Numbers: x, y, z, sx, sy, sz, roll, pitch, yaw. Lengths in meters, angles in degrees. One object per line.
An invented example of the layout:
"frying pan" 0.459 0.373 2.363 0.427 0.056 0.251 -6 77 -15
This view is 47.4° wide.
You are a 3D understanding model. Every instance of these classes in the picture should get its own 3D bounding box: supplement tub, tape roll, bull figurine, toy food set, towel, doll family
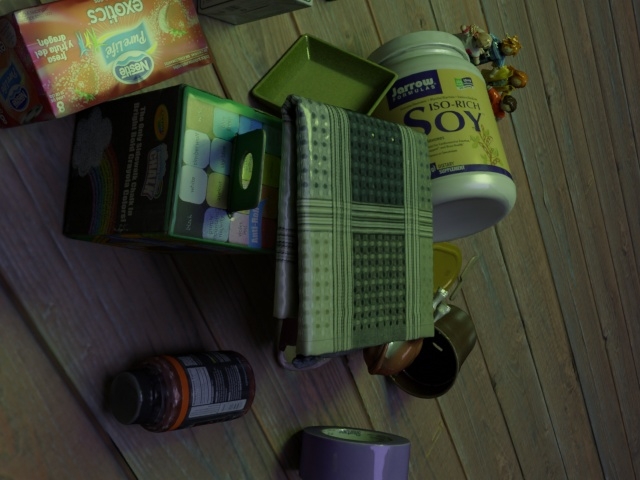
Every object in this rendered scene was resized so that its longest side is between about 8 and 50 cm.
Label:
"supplement tub" -0.193 0.211 1.023 0.198 0.106 0.106 5 86 -49
"tape roll" 0.059 0.375 1.257 0.189 0.189 0.080 15 78 -49
"bull figurine" 0.141 0.152 1.299 0.188 0.101 0.310 -54 180 8
"toy food set" 0.235 0.054 1.567 0.218 0.071 0.128 17 101 -47
"towel" 0.055 -0.010 0.986 0.312 0.056 0.324 3 85 -51
"supplement tub" 0.203 -0.185 1.332 0.241 0.241 0.331 15 58 -49
"doll family" 0.378 -0.398 1.649 0.263 0.163 0.118 57 50 -33

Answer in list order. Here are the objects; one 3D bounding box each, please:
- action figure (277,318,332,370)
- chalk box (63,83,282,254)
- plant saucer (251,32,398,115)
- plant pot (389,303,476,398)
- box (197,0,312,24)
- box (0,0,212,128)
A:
"action figure" 0.000 0.000 1.189 0.248 0.276 0.370 -15 72 -10
"chalk box" -0.160 -0.078 0.916 0.179 0.289 0.180 12 82 -49
"plant saucer" 0.009 -0.250 1.234 0.188 0.188 0.045 -55 166 -34
"plant pot" 0.235 0.213 1.498 0.165 0.167 0.167 -27 110 -54
"box" -0.097 -0.486 1.083 0.087 0.169 0.290 0 90 -50
"box" -0.277 -0.237 0.901 0.257 0.128 0.123 -36 117 -44
